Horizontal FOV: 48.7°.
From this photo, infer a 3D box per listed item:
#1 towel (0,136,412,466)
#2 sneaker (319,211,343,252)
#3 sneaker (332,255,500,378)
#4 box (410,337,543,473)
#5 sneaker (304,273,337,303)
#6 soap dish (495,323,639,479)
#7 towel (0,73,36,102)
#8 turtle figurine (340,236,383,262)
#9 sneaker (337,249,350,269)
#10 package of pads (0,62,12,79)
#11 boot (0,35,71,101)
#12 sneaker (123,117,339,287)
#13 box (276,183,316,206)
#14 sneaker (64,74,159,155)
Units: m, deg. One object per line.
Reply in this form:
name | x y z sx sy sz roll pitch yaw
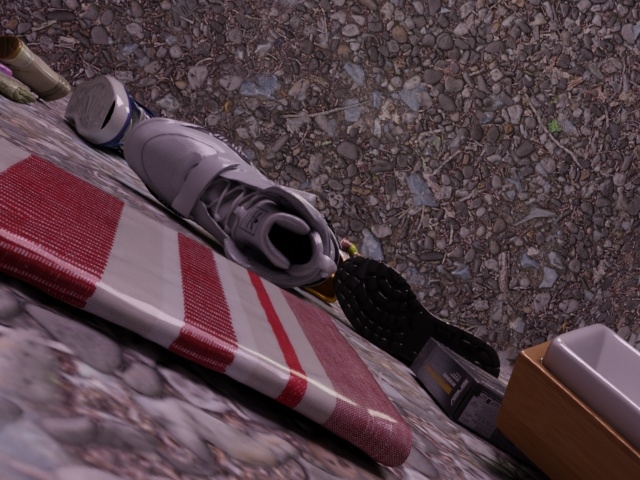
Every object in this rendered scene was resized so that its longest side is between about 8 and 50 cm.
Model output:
towel | -0.106 0.031 0.489 0.329 0.037 0.237 30 4 -17
sneaker | 0.000 0.000 1.871 0.286 0.130 0.109 34 0 23
sneaker | 0.133 0.139 1.082 0.283 0.107 0.124 39 -8 10
box | 0.241 0.224 0.900 0.231 0.056 0.183 32 2 -12
sneaker | -0.036 0.039 1.158 0.175 0.064 0.067 30 12 -5
soap dish | 0.316 0.200 0.731 0.229 0.118 0.290 43 18 25
towel | -0.566 -0.281 1.250 0.110 0.027 0.148 31 2 -11
turtle figurine | 0.136 0.080 1.928 0.217 0.087 0.269 36 -13 10
sneaker | -0.042 -0.003 1.499 0.290 0.106 0.123 34 0 17
package of pads | -0.661 -0.349 1.404 0.050 0.032 0.083 29 0 28
boot | -0.657 -0.376 1.541 0.213 0.077 0.165 18 -15 37
sneaker | -0.121 -0.057 0.984 0.365 0.137 0.210 36 -2 -5
box | -0.112 -0.090 1.837 0.145 0.038 0.186 16 27 16
sneaker | -0.365 -0.221 1.422 0.236 0.130 0.322 26 -1 -34
